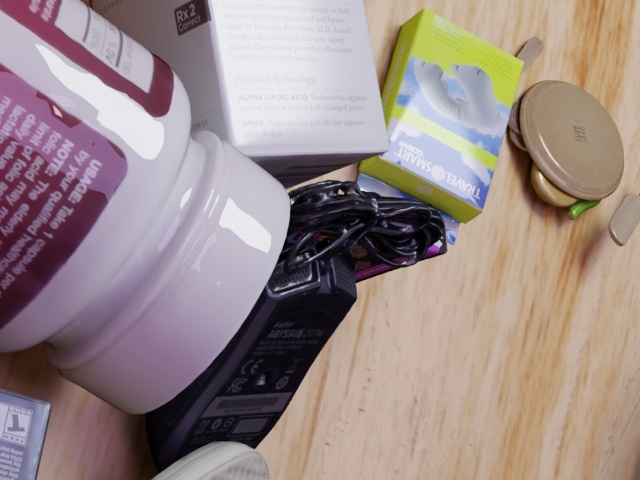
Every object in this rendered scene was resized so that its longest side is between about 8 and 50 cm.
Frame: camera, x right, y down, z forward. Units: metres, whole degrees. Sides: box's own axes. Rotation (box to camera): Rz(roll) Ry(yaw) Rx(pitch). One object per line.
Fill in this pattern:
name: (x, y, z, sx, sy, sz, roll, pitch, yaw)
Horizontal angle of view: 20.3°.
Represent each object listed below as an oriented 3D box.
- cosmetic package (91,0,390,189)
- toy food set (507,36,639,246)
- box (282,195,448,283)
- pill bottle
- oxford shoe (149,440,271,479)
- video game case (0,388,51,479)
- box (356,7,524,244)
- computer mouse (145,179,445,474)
cosmetic package: (-0.063, -0.135, 1.340, 0.151, 0.151, 0.183, -4, 80, -39)
toy food set: (0.225, -0.088, 1.643, 0.192, 0.038, 0.132, 47, 48, -6)
box: (0.000, 0.000, 1.378, 0.162, 0.116, 0.029, 9, 72, -38)
pill bottle: (-0.226, -0.069, 1.127, 0.392, 0.224, 0.224, 36, 58, -21)
oxford shoe: (-0.175, 0.269, 1.157, 0.449, 0.130, 0.169, -44, 132, -45)
video game case: (-0.271, 0.193, 0.996, 0.196, 0.026, 0.274, 18, 61, -19)
box: (0.101, -0.098, 1.524, 0.109, 0.042, 0.178, 26, 62, -17)
computer mouse: (-0.042, 0.058, 1.284, 0.072, 0.272, 0.188, 44, 17, 27)
